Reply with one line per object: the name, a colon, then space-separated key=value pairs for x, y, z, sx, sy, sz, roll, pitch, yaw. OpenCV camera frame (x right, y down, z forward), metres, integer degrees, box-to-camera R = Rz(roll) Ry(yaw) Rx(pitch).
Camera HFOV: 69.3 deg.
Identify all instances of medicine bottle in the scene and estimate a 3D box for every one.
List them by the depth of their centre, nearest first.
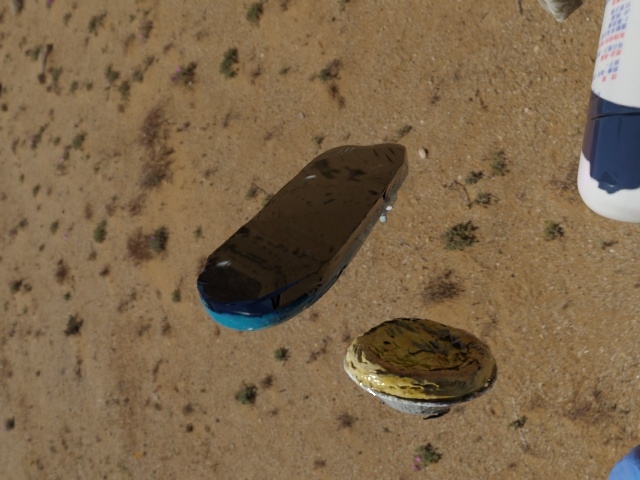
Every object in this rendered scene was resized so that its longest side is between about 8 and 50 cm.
medicine bottle: x=0.397 y=-0.191 z=0.553 sx=0.130 sy=0.130 sz=0.341 roll=13 pitch=98 yaw=42

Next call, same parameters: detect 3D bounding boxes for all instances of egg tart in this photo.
egg tart: x=0.153 y=0.201 z=0.723 sx=0.234 sy=0.234 sz=0.094 roll=9 pitch=107 yaw=42

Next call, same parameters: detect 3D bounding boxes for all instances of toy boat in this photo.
toy boat: x=0.000 y=0.000 z=0.495 sx=0.134 sy=0.299 sz=0.092 roll=9 pitch=131 yaw=32

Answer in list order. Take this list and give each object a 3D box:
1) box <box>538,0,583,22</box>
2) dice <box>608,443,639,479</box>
box: x=0.344 y=-0.380 z=0.688 sx=0.045 sy=0.098 sz=0.062 roll=-38 pitch=48 yaw=26
dice: x=0.394 y=0.305 z=0.474 sx=0.146 sy=0.143 sz=0.147 roll=1 pitch=105 yaw=8
